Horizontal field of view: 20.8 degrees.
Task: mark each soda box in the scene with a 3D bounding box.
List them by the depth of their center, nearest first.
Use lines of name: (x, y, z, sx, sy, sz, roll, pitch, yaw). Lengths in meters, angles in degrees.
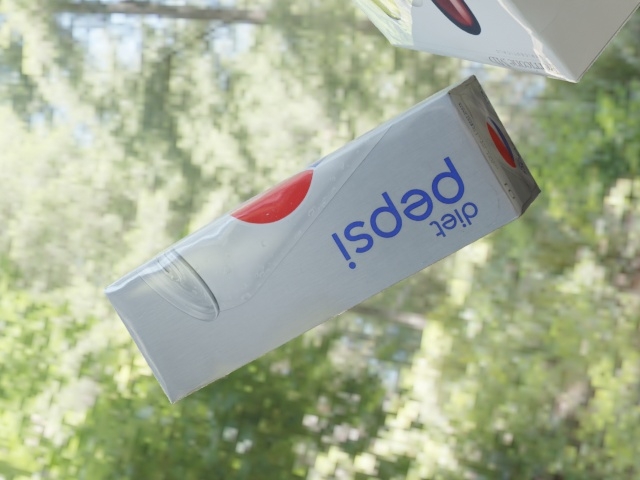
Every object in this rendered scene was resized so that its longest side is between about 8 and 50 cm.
soda box: (0.000, 0.000, 1.187, 0.098, 0.286, 0.091, 60, -160, -3)

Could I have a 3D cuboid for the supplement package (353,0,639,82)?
supplement package: (0.069, -0.214, 0.939, 0.203, 0.194, 0.149, 44, -101, -28)
